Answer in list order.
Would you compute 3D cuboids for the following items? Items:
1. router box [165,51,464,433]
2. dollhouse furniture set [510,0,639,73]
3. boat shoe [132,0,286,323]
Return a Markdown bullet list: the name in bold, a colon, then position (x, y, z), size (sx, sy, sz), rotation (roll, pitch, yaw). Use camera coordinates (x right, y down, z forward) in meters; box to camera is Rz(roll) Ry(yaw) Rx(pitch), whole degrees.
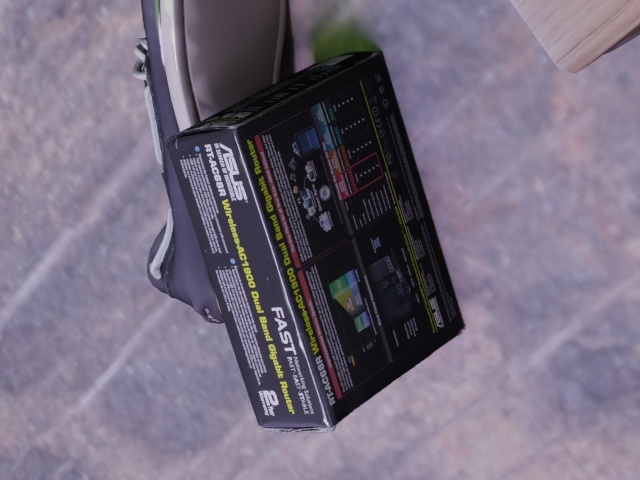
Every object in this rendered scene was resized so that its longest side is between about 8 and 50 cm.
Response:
- **router box**: position (0.000, 0.000, 0.736), size (0.038, 0.092, 0.122), rotation (-6, 107, 41)
- **dollhouse furniture set**: position (0.053, -0.248, 0.512), size (0.355, 0.174, 0.303), rotation (55, 133, 3)
- **boat shoe**: position (-0.054, -0.059, 0.764), size (0.065, 0.075, 0.206), rotation (12, 123, 32)
